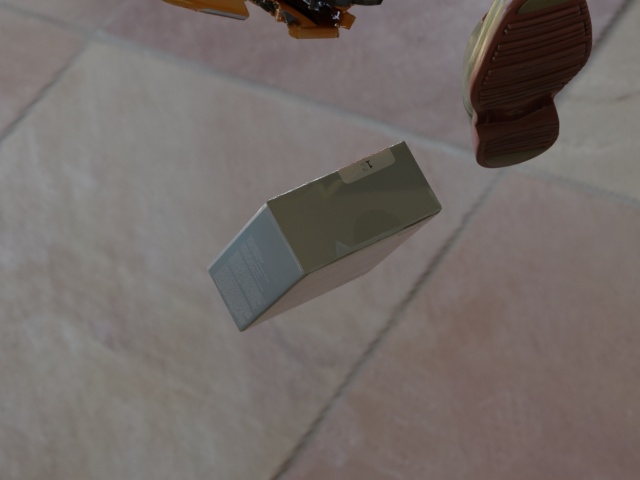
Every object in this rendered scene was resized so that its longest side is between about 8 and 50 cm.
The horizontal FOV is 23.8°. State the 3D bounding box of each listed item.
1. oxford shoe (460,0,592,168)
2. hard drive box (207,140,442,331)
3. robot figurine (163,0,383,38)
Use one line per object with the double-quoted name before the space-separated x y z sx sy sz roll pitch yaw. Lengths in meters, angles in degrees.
"oxford shoe" 0.190 -0.198 1.559 0.123 0.348 0.130 -12 68 -8
"hard drive box" 0.000 0.000 1.662 0.181 0.232 0.089 -25 82 -26
"robot figurine" -0.088 -0.240 1.295 0.211 0.291 0.085 44 120 48
